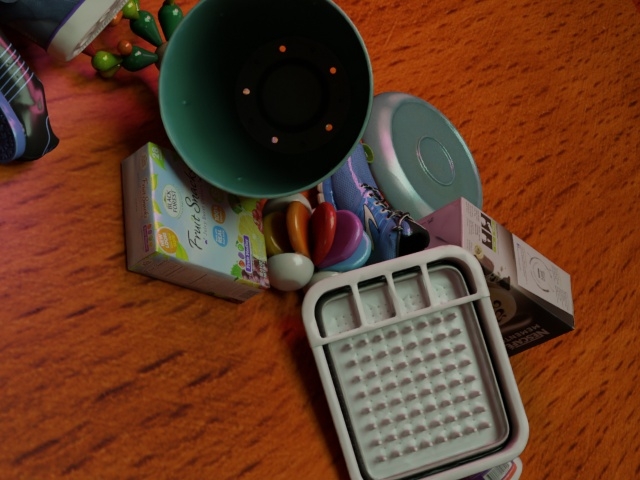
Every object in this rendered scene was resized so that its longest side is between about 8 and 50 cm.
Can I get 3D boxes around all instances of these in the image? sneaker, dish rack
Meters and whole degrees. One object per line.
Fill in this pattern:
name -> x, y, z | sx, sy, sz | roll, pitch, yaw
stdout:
sneaker -> 0.102, -0.019, 2.045 | 0.130, 0.147, 0.330 | 2, 65, -57
sneaker -> -0.408, -0.208, 1.637 | 0.090, 0.081, 0.232 | -17, 87, -56
dish rack -> 0.134, 0.195, 1.897 | 0.285, 0.072, 0.333 | -15, 84, -15
sneaker -> -0.332, -0.421, 1.710 | 0.236, 0.323, 0.130 | 40, -6, -4

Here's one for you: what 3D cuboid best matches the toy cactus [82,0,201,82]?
toy cactus -> -0.250, -0.289, 1.859 | 0.180, 0.112, 0.219 | 50, 41, -20

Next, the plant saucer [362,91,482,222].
plant saucer -> 0.198, -0.138, 2.339 | 0.317, 0.043, 0.318 | 29, 46, -35

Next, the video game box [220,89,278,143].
video game box -> -0.128, -0.253, 2.025 | 0.187, 0.048, 0.205 | 38, 41, -23

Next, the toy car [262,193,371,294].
toy car -> 0.000, 0.000, 1.926 | 0.182, 0.136, 0.159 | 25, 48, -38

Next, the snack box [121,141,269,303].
snack box -> -0.173, -0.022, 1.791 | 0.207, 0.070, 0.174 | 18, 53, -41

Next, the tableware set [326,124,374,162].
tableware set -> 0.035, -0.191, 2.192 | 0.104, 0.024, 0.154 | -32, 91, -52

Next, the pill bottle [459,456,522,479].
pill bottle -> 0.216, 0.309, 1.996 | 0.193, 0.108, 0.108 | 50, 37, -13

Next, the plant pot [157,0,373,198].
plant pot -> -0.057, -0.210, 1.820 | 0.293, 0.293, 0.235 | 60, 10, 1

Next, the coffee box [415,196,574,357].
coffee box -> 0.274, 0.071, 2.178 | 0.297, 0.168, 0.119 | 32, 45, -32
